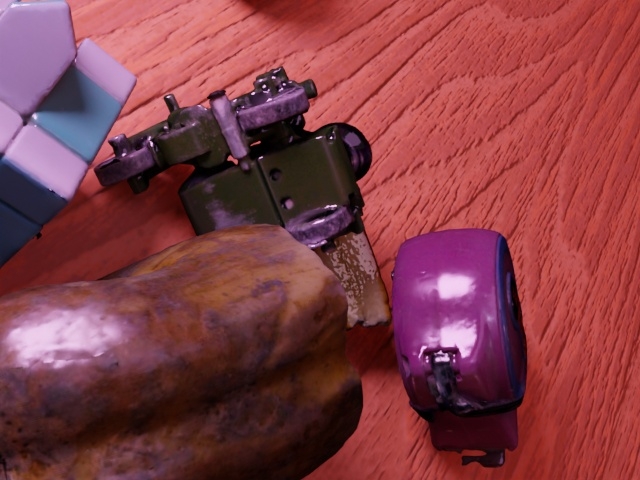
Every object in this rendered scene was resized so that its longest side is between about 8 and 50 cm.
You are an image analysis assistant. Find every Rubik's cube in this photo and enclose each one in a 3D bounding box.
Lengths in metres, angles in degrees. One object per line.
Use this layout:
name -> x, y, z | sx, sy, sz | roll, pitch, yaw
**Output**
Rubik's cube -> -0.301, -0.108, 0.588 | 0.213, 0.265, 0.224 | 40, 36, -26

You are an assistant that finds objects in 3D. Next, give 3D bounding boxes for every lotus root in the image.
lotus root -> -0.148, 0.123, 0.590 | 0.346, 0.250, 0.251 | -13, 75, -38

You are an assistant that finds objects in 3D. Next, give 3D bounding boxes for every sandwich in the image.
sandwich -> 0.000, 0.000, 0.854 | 0.090, 0.088, 0.245 | -12, 78, -29

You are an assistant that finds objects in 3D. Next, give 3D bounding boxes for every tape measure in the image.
tape measure -> 0.158, 0.111, 0.830 | 0.232, 0.149, 0.245 | 60, 31, -44

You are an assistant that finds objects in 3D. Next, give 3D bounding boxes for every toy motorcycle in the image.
toy motorcycle -> -0.085, -0.069, 0.764 | 0.127, 0.275, 0.205 | -69, 140, -66
